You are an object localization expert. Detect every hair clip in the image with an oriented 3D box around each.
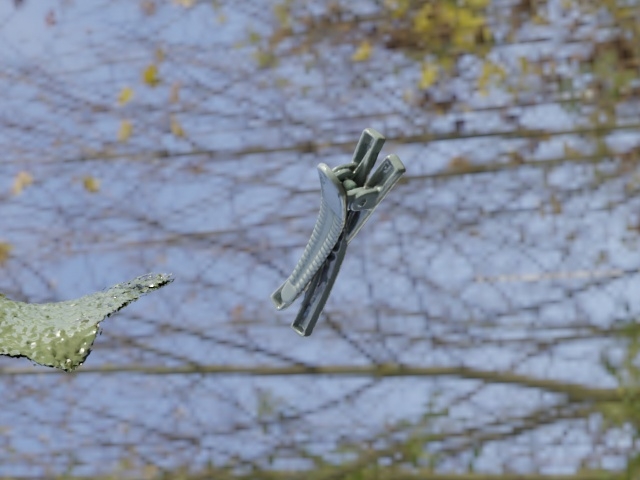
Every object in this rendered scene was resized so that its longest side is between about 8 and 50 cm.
[{"bbox_3d":[-0.001,-0.001,0.852,0.039,0.030,0.115,-8,-41,-34],"label":"hair clip"}]

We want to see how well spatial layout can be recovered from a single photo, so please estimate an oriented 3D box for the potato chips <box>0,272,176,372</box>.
[{"bbox_3d":[-0.185,0.032,1.076,0.228,0.167,0.059,14,-79,-33],"label":"potato chips"}]
